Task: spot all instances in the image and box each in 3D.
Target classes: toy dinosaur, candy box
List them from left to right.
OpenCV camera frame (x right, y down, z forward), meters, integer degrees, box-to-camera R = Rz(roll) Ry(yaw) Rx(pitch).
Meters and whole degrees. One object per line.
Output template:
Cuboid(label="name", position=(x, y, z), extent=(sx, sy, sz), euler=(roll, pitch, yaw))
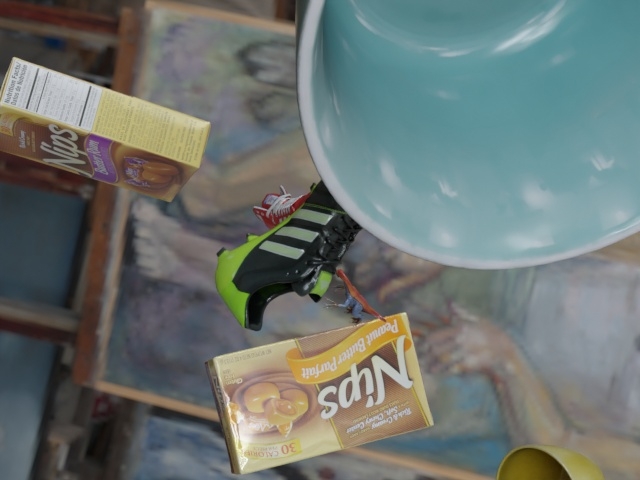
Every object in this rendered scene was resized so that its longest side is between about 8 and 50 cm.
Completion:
Cuboid(label="candy box", position=(-0.207, -0.098, 1.251), extent=(0.109, 0.186, 0.053), euler=(141, -36, -64))
Cuboid(label="candy box", position=(-0.001, 0.235, 2.105), extent=(0.087, 0.316, 0.183), euler=(149, -72, -73))
Cuboid(label="toy dinosaur", position=(0.045, 0.072, 1.835), extent=(0.047, 0.090, 0.082), euler=(-101, -169, -45))

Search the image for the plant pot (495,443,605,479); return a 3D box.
Cuboid(label="plant pot", position=(0.299, 0.312, 1.700), extent=(0.095, 0.134, 0.134), euler=(-8, 117, -41))

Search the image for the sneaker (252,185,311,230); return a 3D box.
Cuboid(label="sneaker", position=(-0.029, -0.032, 1.324), extent=(0.042, 0.067, 0.118), euler=(-38, 167, -25))

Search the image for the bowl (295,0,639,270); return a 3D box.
Cuboid(label="bowl", position=(0.110, -0.154, 0.749), extent=(0.163, 0.311, 0.311), euler=(-119, -153, -46))

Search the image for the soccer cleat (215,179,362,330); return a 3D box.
Cuboid(label="soccer cleat", position=(0.000, 0.000, 1.014), extent=(0.179, 0.072, 0.060), euler=(-37, 151, 16))
